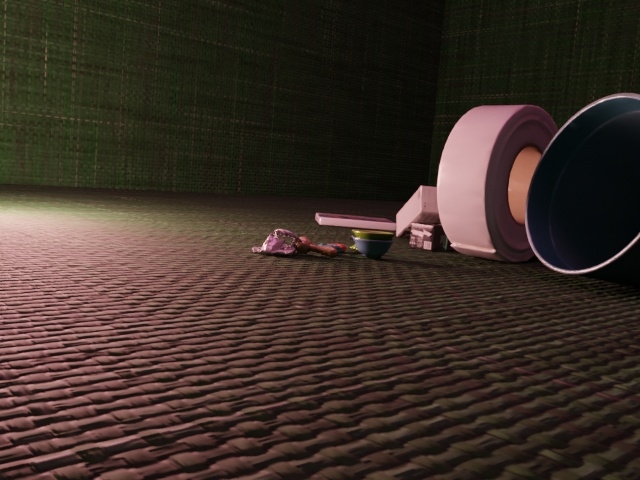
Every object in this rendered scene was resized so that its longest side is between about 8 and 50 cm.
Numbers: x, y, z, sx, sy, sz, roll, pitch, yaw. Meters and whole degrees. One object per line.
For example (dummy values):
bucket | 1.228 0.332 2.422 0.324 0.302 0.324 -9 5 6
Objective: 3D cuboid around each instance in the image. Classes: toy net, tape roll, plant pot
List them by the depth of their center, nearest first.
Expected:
plant pot | 0.499 -0.046 0.980 0.256 0.271 0.272 18 1 -20
toy net | 0.000 0.000 1.078 0.233 0.045 0.122 2 6 -19
tape roll | 0.334 -0.103 1.193 0.100 0.285 0.286 11 9 44

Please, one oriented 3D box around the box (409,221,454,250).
box | 0.227 -0.008 1.301 0.083 0.052 0.062 -2 9 -40

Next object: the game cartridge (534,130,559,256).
game cartridge | 0.460 -0.102 1.378 0.198 0.297 0.062 9 -26 50

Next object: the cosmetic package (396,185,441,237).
cosmetic package | 0.235 -0.054 1.414 0.099 0.060 0.239 2 -12 -4

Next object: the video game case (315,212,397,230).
video game case | 0.091 -0.050 1.760 0.202 0.023 0.183 5 6 -4
